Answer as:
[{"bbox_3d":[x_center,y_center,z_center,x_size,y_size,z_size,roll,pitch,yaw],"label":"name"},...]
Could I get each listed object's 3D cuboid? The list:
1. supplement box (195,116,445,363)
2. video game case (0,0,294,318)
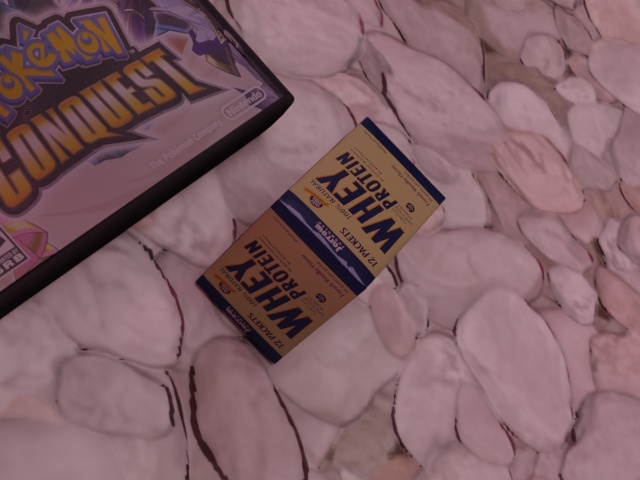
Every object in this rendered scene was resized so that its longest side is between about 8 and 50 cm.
[{"bbox_3d":[0.000,0.000,0.581,0.056,0.083,0.083,46,45,-1],"label":"supplement box"},{"bbox_3d":[-0.171,-0.098,0.551,0.248,0.035,0.275,48,44,0],"label":"video game case"}]
